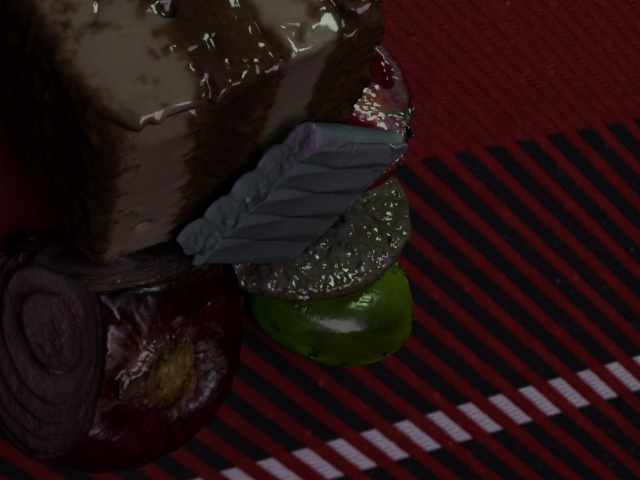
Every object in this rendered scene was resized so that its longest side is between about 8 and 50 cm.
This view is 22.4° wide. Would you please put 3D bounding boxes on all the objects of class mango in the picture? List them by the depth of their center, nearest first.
[{"bbox_3d":[0.010,0.066,1.607,0.178,0.100,0.119,5,57,-25],"label":"mango"}]

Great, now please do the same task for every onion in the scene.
[{"bbox_3d":[-0.174,0.102,1.440,0.207,0.216,0.206,-8,110,-38],"label":"onion"}]

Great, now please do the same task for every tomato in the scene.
[{"bbox_3d":[-0.003,-0.118,1.564,0.173,0.099,0.189,21,51,-16],"label":"tomato"}]

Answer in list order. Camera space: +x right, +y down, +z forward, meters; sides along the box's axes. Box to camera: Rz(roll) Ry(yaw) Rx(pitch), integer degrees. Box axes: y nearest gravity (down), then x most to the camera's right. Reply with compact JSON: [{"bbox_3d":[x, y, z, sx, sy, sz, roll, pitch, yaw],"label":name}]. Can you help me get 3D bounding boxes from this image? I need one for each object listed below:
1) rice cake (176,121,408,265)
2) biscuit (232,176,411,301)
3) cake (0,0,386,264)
[{"bbox_3d":[-0.022,-0.039,1.403,0.189,0.037,0.198,-43,163,25],"label":"rice cake"},{"bbox_3d":[-0.001,0.003,1.571,0.250,0.133,0.032,-18,138,-28],"label":"biscuit"},{"bbox_3d":[-0.126,-0.170,1.337,0.290,0.282,0.255,-27,72,-22],"label":"cake"}]
